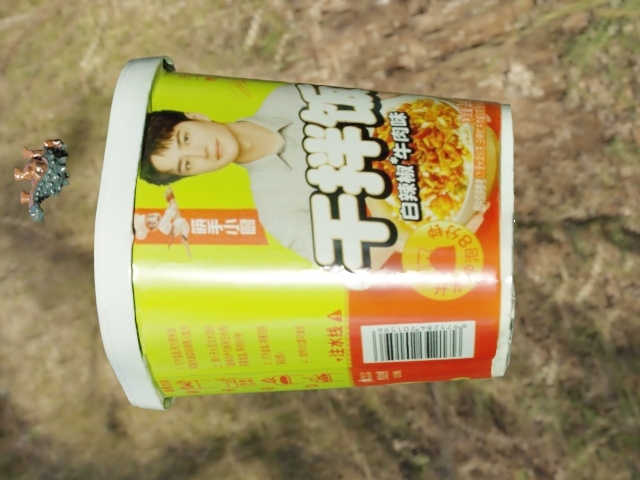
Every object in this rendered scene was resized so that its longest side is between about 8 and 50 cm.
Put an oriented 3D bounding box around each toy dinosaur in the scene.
[{"bbox_3d":[-0.303,-0.068,1.616,0.154,0.055,0.049,-92,0,-53],"label":"toy dinosaur"}]

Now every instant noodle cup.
[{"bbox_3d":[0.000,0.000,1.192,0.294,0.307,0.294,2,-90,-86],"label":"instant noodle cup"}]
